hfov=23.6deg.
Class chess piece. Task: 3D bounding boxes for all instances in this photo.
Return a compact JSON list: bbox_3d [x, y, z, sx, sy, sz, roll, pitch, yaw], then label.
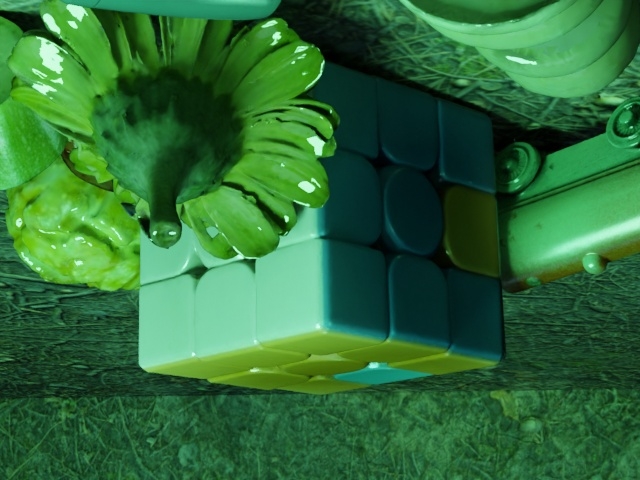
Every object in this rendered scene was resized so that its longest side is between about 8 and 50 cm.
[{"bbox_3d":[0.174,-0.207,1.220,0.182,0.182,0.330,-4,169,20],"label":"chess piece"}]

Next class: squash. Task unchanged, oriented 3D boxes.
[{"bbox_3d":[-0.333,-0.140,1.504,0.170,0.170,0.123,1,152,3],"label":"squash"}]

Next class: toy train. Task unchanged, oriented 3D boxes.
[{"bbox_3d":[0.298,-0.041,1.675,0.285,0.177,0.116,-20,142,35],"label":"toy train"}]

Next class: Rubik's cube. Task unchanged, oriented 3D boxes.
[{"bbox_3d":[0.000,0.000,1.669,0.291,0.290,0.291,-16,160,42],"label":"Rubik's cube"}]

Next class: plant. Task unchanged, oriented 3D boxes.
[{"bbox_3d":[-0.137,-0.071,1.403,0.305,0.297,0.261,3,151,-8],"label":"plant"}]

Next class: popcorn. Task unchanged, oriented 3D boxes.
[{"bbox_3d":[-0.253,-0.033,1.771,0.221,0.204,0.184,8,124,-29],"label":"popcorn"}]

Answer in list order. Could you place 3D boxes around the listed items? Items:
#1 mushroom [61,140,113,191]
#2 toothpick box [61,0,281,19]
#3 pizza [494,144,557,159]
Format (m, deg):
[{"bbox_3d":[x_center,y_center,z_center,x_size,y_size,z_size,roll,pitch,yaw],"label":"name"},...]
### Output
[{"bbox_3d":[-0.237,-0.112,1.623,0.170,0.080,0.135,15,130,24],"label":"mushroom"},{"bbox_3d":[-0.116,-0.234,1.207,0.184,0.120,0.120,6,164,-25],"label":"toothpick box"},{"bbox_3d":[0.260,-0.062,1.852,0.147,0.069,0.226,-7,162,35],"label":"pizza"}]
